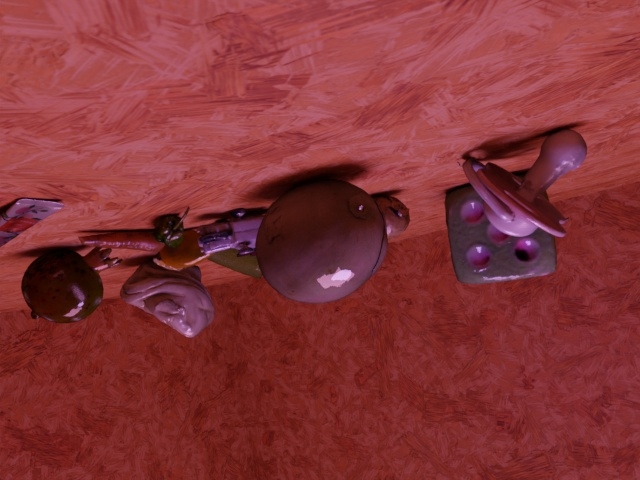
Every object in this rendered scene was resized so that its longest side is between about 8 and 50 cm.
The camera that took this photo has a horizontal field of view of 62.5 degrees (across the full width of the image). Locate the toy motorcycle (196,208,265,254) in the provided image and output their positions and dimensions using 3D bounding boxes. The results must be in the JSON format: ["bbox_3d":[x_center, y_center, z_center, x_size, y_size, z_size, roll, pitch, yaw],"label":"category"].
[{"bbox_3d":[-0.200,-0.016,1.385,0.260,0.110,0.171,-12,176,-30],"label":"toy motorcycle"}]

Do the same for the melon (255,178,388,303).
[{"bbox_3d":[0.000,0.000,1.171,0.269,0.268,0.330,-7,163,-39],"label":"melon"}]

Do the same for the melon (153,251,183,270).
[{"bbox_3d":[-0.455,0.044,1.659,0.128,0.079,0.160,12,164,-27],"label":"melon"}]

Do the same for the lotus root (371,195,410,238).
[{"bbox_3d":[0.134,-0.049,1.580,0.160,0.146,0.284,19,145,-41],"label":"lotus root"}]

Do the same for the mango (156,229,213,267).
[{"bbox_3d":[-0.358,0.020,1.442,0.188,0.101,0.066,-13,174,1],"label":"mango"}]

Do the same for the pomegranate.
[{"bbox_3d":[-0.628,0.113,1.352,0.246,0.198,0.198,-11,174,-11],"label":"pomegranate"}]

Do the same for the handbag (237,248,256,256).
[{"bbox_3d":[-0.128,-0.007,1.737,0.260,0.084,0.275,-10,174,-24],"label":"handbag"}]

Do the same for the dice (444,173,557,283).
[{"bbox_3d":[0.593,-0.033,1.753,0.319,0.330,0.322,-9,176,17],"label":"dice"}]

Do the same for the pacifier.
[{"bbox_3d":[0.482,-0.119,1.220,0.273,0.220,0.332,-15,-173,28],"label":"pacifier"}]

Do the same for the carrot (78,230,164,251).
[{"bbox_3d":[-0.482,0.002,1.271,0.057,0.057,0.224,-16,172,33],"label":"carrot"}]

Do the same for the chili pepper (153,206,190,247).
[{"bbox_3d":[-0.355,-0.022,1.240,0.072,0.073,0.204,5,167,-19],"label":"chili pepper"}]

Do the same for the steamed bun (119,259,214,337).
[{"bbox_3d":[-0.530,0.167,1.880,0.394,0.237,0.346,22,164,34],"label":"steamed bun"}]

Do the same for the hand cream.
[{"bbox_3d":[-0.554,-0.026,0.934,0.234,0.050,0.080,-22,166,29],"label":"hand cream"}]

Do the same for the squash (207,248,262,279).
[{"bbox_3d":[-0.298,0.019,1.938,0.261,0.189,0.189,25,171,-2],"label":"squash"}]

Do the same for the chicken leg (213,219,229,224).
[{"bbox_3d":[-0.276,-0.040,1.424,0.083,0.021,0.036,-15,-177,37],"label":"chicken leg"}]
